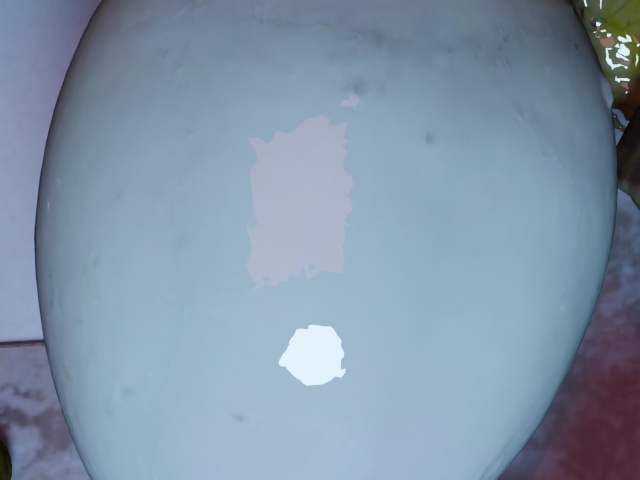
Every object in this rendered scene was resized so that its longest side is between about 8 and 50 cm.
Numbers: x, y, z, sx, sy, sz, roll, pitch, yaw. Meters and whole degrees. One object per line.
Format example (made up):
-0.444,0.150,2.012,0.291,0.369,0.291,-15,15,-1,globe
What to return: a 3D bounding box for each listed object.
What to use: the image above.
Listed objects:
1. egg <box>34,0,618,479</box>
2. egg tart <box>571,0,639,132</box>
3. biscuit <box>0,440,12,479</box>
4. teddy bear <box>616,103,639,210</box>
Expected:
0.000,0.000,0.784,0.283,0.283,0.345,9,80,10,egg
0.251,-0.162,0.824,0.288,0.118,0.288,13,124,19,egg tart
-0.296,0.152,0.920,0.236,0.039,0.180,-32,80,1,biscuit
0.289,0.003,0.716,0.222,0.246,0.296,12,42,-19,teddy bear
